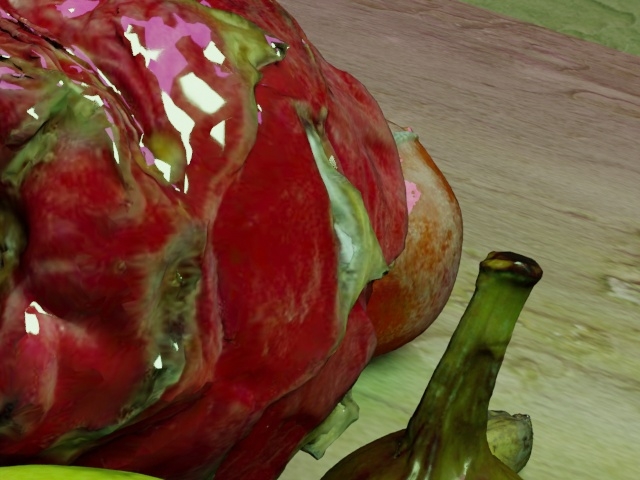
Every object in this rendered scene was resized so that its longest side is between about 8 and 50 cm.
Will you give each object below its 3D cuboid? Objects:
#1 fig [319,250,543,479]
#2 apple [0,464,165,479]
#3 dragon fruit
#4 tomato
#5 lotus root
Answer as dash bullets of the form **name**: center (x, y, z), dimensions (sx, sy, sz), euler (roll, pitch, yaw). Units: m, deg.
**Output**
- **fig**: center (0.068, 0.149, 0.621), dimensions (0.191, 0.290, 0.190), euler (9, 0, 0)
- **apple**: center (-0.100, 0.206, 0.433), dimensions (0.246, 0.226, 0.246), euler (15, 18, -5)
- **dragon fruit**: center (-0.118, -0.002, 0.600), dimensions (0.329, 0.329, 0.329), euler (13, 25, -6)
- **tomato**: center (0.002, 0.003, 0.972), dimensions (0.232, 0.188, 0.232), euler (8, 58, -13)
- **lotus root**: center (0.128, 0.155, 0.889), dimensions (0.054, 0.049, 0.099), euler (24, 25, 38)
